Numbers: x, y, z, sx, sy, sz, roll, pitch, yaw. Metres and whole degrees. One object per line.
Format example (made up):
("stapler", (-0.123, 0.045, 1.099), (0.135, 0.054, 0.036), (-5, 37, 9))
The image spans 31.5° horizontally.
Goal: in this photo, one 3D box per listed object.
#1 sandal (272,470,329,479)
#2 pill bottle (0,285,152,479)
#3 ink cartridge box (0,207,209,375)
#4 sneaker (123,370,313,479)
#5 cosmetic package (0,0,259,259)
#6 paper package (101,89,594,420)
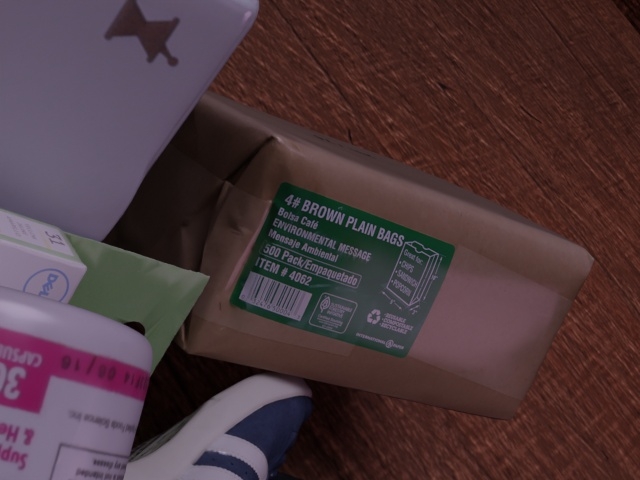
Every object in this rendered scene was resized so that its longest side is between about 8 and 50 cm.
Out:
("sandal", (0.048, 0.262, 0.911), (0.446, 0.107, 0.167), (18, 43, -30))
("pill bottle", (-0.185, 0.161, 0.507), (0.160, 0.160, 0.283), (20, 77, -31))
("ink cartridge box", (-0.186, 0.071, 0.672), (0.235, 0.171, 0.056), (22, 16, -40))
("sneaker", (-0.085, 0.200, 0.746), (0.148, 0.131, 0.350), (57, 30, 3))
("cosmetic package", (-0.274, -0.190, 0.773), (0.327, 0.329, 0.393), (27, 27, -26))
("paper package", (0.000, 0.000, 0.947), (0.325, 0.168, 0.309), (18, 7, -33))
